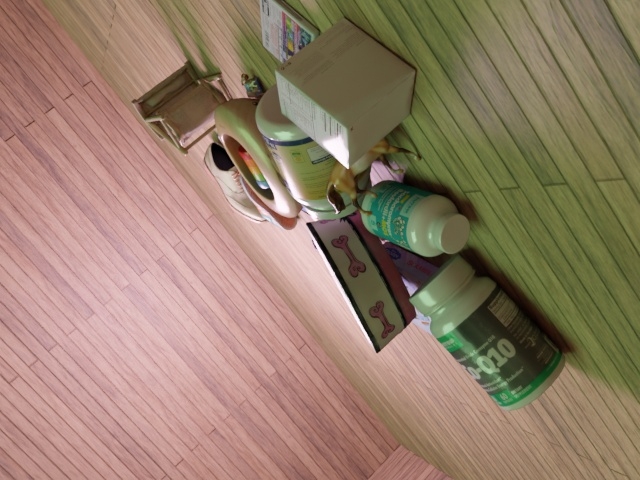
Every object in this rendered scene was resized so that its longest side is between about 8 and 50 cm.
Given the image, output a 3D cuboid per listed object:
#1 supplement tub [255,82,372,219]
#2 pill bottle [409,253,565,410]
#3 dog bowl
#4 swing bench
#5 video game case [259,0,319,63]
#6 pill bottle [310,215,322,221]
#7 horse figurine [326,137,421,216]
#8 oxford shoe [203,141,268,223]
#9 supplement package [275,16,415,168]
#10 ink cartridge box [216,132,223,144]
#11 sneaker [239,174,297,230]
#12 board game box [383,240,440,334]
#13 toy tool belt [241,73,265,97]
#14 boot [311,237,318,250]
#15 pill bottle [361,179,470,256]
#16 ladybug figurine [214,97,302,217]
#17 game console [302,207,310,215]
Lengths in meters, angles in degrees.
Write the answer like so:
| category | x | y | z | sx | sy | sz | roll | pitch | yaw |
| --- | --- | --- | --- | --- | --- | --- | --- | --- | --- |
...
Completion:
| category | x | y | z | sx | sy | sz | roll | pitch | yaw |
| --- | --- | --- | --- | --- | --- | --- | --- | --- | --- |
| supplement tub | -0.004 | -0.225 | 1.545 | 0.228 | 0.228 | 0.316 | 34 | 159 | 41 |
| pill bottle | 0.403 | 0.221 | 1.562 | 0.361 | 0.204 | 0.204 | 47 | 164 | 5 |
| dog bowl | 0.118 | 0.097 | 1.750 | 0.408 | 0.150 | 0.408 | 61 | 179 | 2 |
| swing bench | -0.458 | -0.455 | 2.152 | 0.254 | 0.253 | 0.165 | 32 | 157 | 46 |
| video game case | -0.074 | -0.480 | 1.509 | 0.183 | 0.023 | 0.201 | 44 | 163 | 14 |
| pill bottle | 0.077 | -0.038 | 1.964 | 0.216 | 0.121 | 0.121 | 50 | 164 | -8 |
| horse figurine | 0.098 | -0.167 | 1.436 | 0.174 | 0.263 | 0.066 | 35 | -164 | -27 |
| oxford shoe | -0.340 | -0.233 | 2.583 | 0.397 | 0.140 | 0.146 | 45 | 159 | 7 |
| supplement package | 0.051 | -0.299 | 1.290 | 0.203 | 0.194 | 0.149 | 43 | 164 | 20 |
| ink cartridge box | -0.244 | -0.307 | 2.289 | 0.332 | 0.065 | 0.165 | 27 | 153 | 50 |
| sneaker | -0.221 | -0.155 | 2.494 | 0.302 | 0.108 | 0.121 | 51 | 160 | -15 |
| board game box | 0.331 | 0.182 | 1.910 | 0.318 | 0.066 | 0.319 | 31 | 156 | 47 |
| toy tool belt | -0.194 | -0.455 | 1.853 | 0.051 | 0.052 | 0.083 | 5 | 148 | 21 |
| boot | 0.000 | 0.000 | 2.280 | 0.086 | 0.069 | 0.190 | 32 | -175 | -36 |
| pill bottle | 0.226 | -0.050 | 1.502 | 0.264 | 0.146 | 0.146 | 26 | 153 | 52 |
| ladybug figurine | -0.161 | -0.263 | 1.987 | 0.305 | 0.162 | 0.449 | 29 | 155 | 48 |
| game console | 0.003 | -0.079 | 2.206 | 0.361 | 0.044 | 0.213 | 33 | 158 | 43 |
